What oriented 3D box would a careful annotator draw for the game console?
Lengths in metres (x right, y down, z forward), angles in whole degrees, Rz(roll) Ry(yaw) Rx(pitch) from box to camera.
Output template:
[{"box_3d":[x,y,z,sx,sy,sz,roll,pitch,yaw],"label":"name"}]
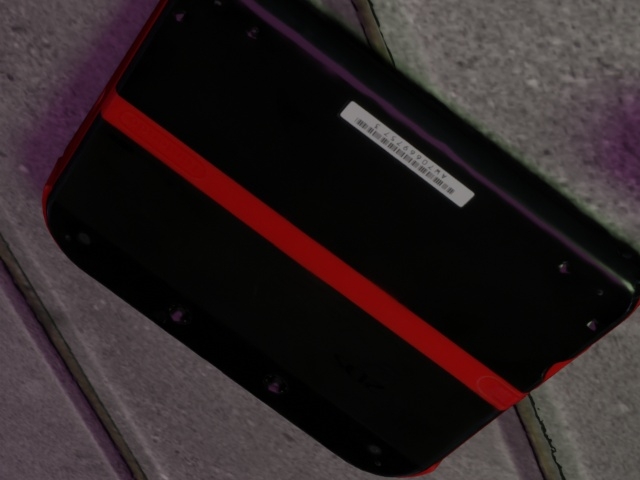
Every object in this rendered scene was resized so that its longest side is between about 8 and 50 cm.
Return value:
[{"box_3d":[0.000,0.000,1.173,0.386,0.060,0.342,36,135,-6],"label":"game console"}]
